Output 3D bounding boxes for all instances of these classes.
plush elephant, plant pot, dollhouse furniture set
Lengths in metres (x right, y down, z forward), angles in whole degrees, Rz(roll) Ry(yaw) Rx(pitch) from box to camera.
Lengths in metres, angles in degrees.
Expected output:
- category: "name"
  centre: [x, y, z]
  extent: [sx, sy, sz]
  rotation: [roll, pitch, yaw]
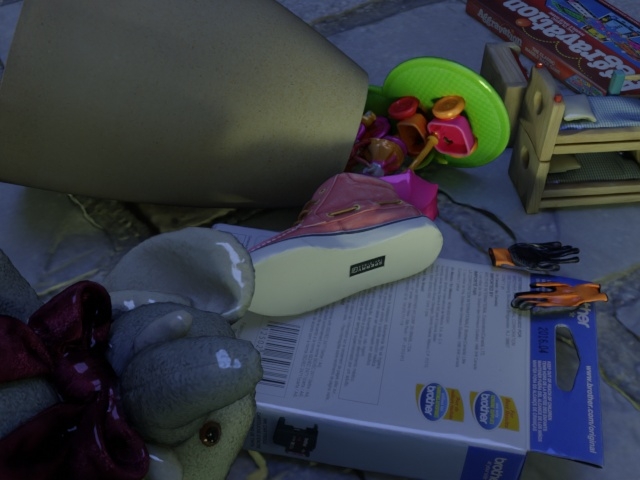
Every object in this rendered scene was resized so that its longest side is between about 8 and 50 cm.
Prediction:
- category: "plush elephant"
  centre: [-0.140, 0.097, 0.520]
  extent: [0.255, 0.330, 0.272]
  rotation: [-9, 78, -15]
- category: "plant pot"
  centre: [-0.106, -0.132, 0.818]
  extent: [0.274, 0.256, 0.256]
  rotation: [17, 43, -8]
- category: "dollhouse furniture set"
  centre: [0.244, -0.138, 0.906]
  extent: [0.129, 0.129, 0.184]
  rotation: [-4, 44, -8]

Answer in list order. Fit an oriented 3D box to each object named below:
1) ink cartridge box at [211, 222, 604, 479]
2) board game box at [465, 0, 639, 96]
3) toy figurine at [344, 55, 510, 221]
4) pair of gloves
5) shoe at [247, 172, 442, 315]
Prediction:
- category: "ink cartridge box"
  centre: [0.048, 0.085, 0.704]
  extent: [0.311, 0.065, 0.186]
  rotation: [7, 41, 7]
- category: "board game box"
  centre: [0.312, -0.229, 1.084]
  extent: [0.145, 0.027, 0.281]
  rotation: [-22, 49, -24]
- category: "toy figurine"
  centre: [0.063, -0.068, 0.848]
  extent: [0.173, 0.130, 0.159]
  rotation: [7, 48, 36]
- category: "pair of gloves"
  centre: [0.175, 0.028, 0.727]
  extent: [0.074, 0.010, 0.083]
  rotation: [-5, 38, -8]
- category: "shoe"
  centre: [0.000, 0.000, 0.711]
  extent: [0.178, 0.063, 0.081]
  rotation: [-13, 41, -27]
